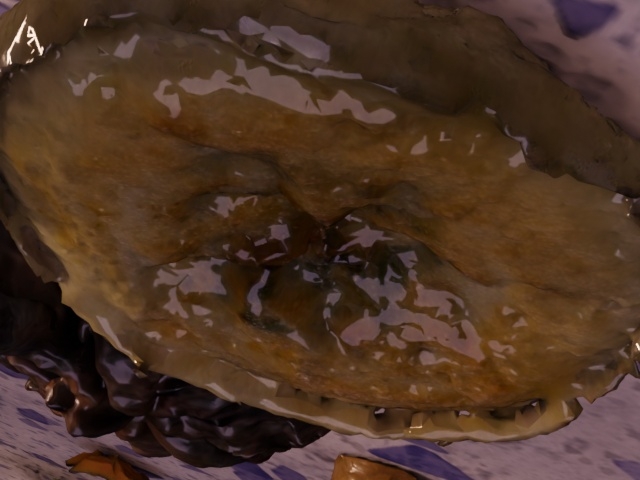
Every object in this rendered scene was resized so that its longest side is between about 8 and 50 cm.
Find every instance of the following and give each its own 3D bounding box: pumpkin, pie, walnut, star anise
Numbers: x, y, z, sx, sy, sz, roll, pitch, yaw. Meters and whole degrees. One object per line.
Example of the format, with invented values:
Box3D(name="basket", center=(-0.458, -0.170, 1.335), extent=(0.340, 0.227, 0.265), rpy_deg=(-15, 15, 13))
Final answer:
Box3D(name="pumpkin", center=(-0.212, 0.237, 1.146), extent=(0.101, 0.035, 0.073), rpy_deg=(22, 167, -7))
Box3D(name="pie", center=(0.000, 0.000, 0.413), extent=(0.274, 0.055, 0.274), rpy_deg=(12, 145, 8))
Box3D(name="walnut", center=(0.056, 0.207, 0.830), extent=(0.121, 0.052, 0.091), rpy_deg=(29, 158, -9))
Box3D(name="star anise", center=(-0.103, 0.064, 0.614), extent=(0.236, 0.109, 0.223), rpy_deg=(30, 157, -13))

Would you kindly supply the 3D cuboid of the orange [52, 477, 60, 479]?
Box3D(name="orange", center=(-0.323, 0.426, 1.407), extent=(0.300, 0.223, 0.301), rpy_deg=(-9, 147, 42))
